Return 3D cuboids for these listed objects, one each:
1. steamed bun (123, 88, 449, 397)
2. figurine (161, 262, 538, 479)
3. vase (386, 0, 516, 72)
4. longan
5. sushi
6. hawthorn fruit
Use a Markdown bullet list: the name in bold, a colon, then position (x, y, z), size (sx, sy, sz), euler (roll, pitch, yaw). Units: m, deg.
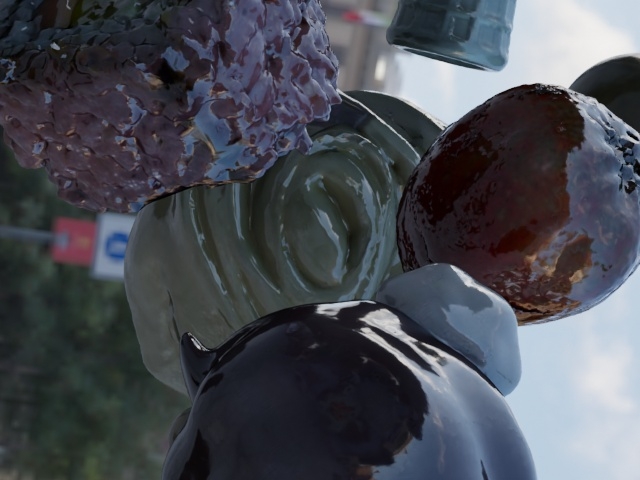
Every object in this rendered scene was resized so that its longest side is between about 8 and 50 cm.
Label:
- **steamed bun**: position (0.000, 0.000, 1.633), size (0.255, 0.368, 0.342), euler (100, -8, -65)
- **figurine**: position (-0.031, 0.192, 0.975), size (0.365, 0.206, 0.218), euler (-48, -127, 28)
- **vase**: position (0.146, -0.306, 1.553), size (0.143, 0.143, 0.298), euler (-153, -103, -78)
- **longan**: position (0.293, -0.090, 1.579), size (0.187, 0.167, 0.167), euler (150, -52, -86)
- **sushi**: position (-0.112, -0.141, 1.307), size (0.171, 0.270, 0.236), euler (63, 36, -35)
- **hawthorn fruit**: position (0.128, -0.012, 1.268), size (0.235, 0.181, 0.181), euler (-28, -140, 23)
